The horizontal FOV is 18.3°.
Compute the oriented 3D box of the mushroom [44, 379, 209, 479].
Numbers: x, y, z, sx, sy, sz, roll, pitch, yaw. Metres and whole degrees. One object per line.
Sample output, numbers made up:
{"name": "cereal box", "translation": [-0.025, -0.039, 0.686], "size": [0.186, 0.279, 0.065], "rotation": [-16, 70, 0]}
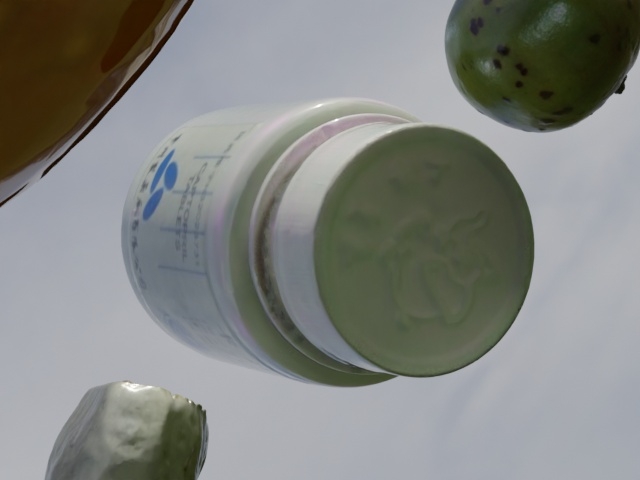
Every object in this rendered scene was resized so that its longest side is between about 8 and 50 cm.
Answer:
{"name": "mushroom", "translation": [-0.110, 0.172, 0.971], "size": [0.081, 0.092, 0.223], "rotation": [36, -131, -29]}

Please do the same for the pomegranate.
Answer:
{"name": "pomegranate", "translation": [0.122, -0.143, 1.184], "size": [0.129, 0.159, 0.129], "rotation": [-34, -12, -8]}

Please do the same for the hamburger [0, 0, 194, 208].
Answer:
{"name": "hamburger", "translation": [-0.197, -0.133, 0.467], "size": [0.395, 0.277, 0.396], "rotation": [-19, -36, -15]}

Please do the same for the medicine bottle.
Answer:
{"name": "medicine bottle", "translation": [0.000, 0.000, 1.171], "size": [0.170, 0.293, 0.170], "rotation": [-1, -88, -24]}
